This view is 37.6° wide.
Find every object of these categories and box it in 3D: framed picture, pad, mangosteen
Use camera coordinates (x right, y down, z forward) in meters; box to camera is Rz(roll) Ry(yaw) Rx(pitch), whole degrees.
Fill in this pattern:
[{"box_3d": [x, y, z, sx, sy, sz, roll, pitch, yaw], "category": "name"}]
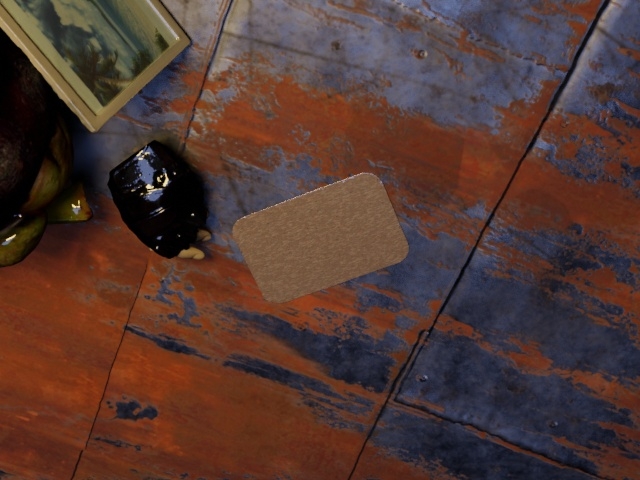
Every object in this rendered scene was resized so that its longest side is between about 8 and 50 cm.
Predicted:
[{"box_3d": [-0.344, -0.334, 1.291, 0.024, 0.232, 0.315, -12, 123, 48], "category": "framed picture"}, {"box_3d": [0.000, 0.000, 1.557, 0.266, 0.002, 0.176, -20, 114, 12], "category": "pad"}, {"box_3d": [-0.533, -0.131, 1.340, 0.382, 0.382, 0.435, -25, 149, 14], "category": "mangosteen"}]

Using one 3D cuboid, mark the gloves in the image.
[{"box_3d": [-0.244, -0.049, 1.487, 0.164, 0.124, 0.203, -27, 106, 34], "category": "gloves"}]
